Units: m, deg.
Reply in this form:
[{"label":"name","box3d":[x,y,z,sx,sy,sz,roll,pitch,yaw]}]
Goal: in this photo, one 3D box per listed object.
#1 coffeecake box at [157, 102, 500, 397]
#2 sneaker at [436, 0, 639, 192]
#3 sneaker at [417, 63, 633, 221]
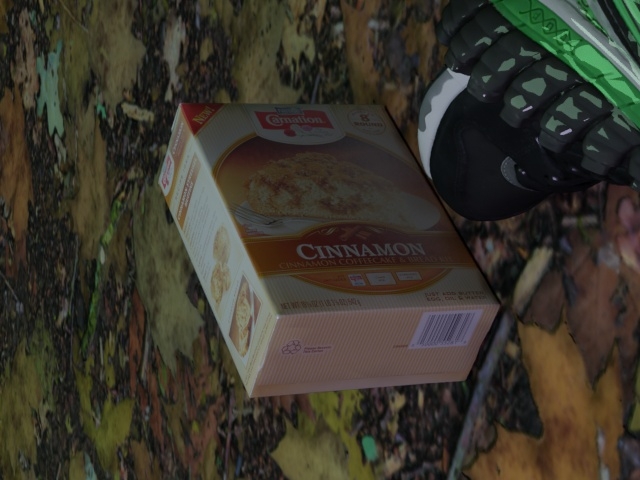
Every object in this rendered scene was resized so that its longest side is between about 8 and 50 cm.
[{"label":"coffeecake box","box3d":[0.000,0.000,1.001,0.185,0.142,0.068,63,145,41]},{"label":"sneaker","box3d":[0.184,-0.051,0.555,0.343,0.134,0.146,40,123,30]},{"label":"sneaker","box3d":[0.137,-0.056,0.760,0.283,0.107,0.124,-51,54,55]}]
